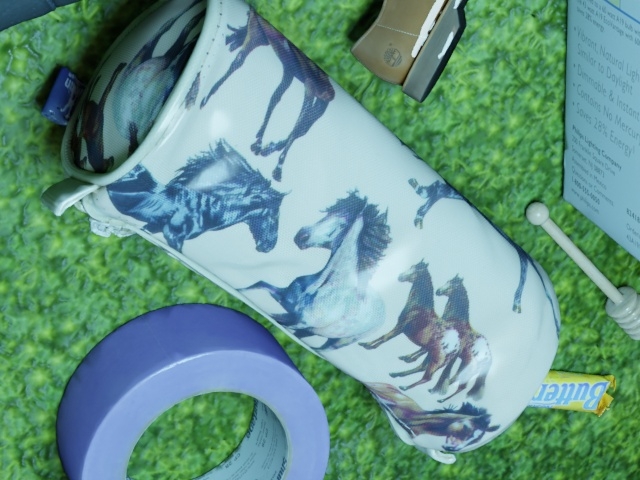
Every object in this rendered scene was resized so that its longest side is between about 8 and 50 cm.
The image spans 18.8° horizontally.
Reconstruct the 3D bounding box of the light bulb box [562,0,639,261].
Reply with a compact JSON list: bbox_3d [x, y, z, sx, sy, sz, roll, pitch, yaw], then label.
[{"bbox_3d":[0.343,-0.137,1.302,0.225,0.358,0.361,-13,120,-19],"label":"light bulb box"}]

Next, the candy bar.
[{"bbox_3d":[0.168,0.119,1.556,0.161,0.018,0.040,7,112,-25],"label":"candy bar"}]

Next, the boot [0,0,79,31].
[{"bbox_3d":[-0.113,-0.317,1.140,0.445,0.146,0.367,-19,130,-10],"label":"boot"}]

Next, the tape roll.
[{"bbox_3d":[-0.094,0.147,1.421,0.189,0.080,0.189,-9,118,-18],"label":"tape roll"}]

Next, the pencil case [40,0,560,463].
[{"bbox_3d":[0.000,0.000,1.340,0.410,0.160,0.183,38,95,-33],"label":"pencil case"}]

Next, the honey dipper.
[{"bbox_3d":[0.211,0.022,1.522,0.030,0.030,0.160,-46,119,3],"label":"honey dipper"}]

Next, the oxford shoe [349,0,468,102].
[{"bbox_3d":[0.089,-0.206,1.336,0.076,0.076,0.212,29,92,7],"label":"oxford shoe"}]
